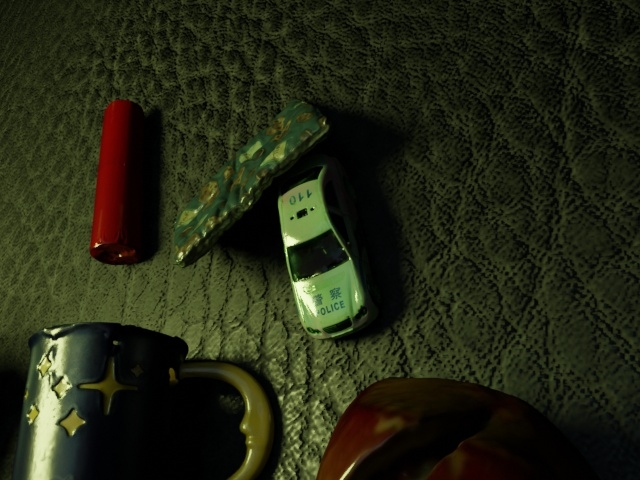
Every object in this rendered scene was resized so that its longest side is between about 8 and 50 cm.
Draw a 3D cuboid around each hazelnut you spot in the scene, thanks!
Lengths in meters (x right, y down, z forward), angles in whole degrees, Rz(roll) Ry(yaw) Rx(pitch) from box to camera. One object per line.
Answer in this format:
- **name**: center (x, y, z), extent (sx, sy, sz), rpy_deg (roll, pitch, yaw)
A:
- **hazelnut**: center (0.091, 0.210, 0.430), extent (0.217, 0.217, 0.251), rpy_deg (-54, 23, -3)

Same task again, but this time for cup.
- **cup**: center (-0.200, 0.225, 0.617), extent (0.254, 0.178, 0.256), rpy_deg (-18, 61, 24)

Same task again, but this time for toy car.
- **toy car**: center (0.000, 0.000, 0.673), extent (0.090, 0.076, 0.224), rpy_deg (-23, 56, 18)

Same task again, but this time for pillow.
- **pillow**: center (-0.099, -0.080, 0.754), extent (0.255, 0.034, 0.189), rpy_deg (-46, 25, 3)

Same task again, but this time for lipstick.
- **lipstick**: center (-0.307, -0.093, 0.910), extent (0.073, 0.073, 0.280), rpy_deg (-22, 56, 21)
